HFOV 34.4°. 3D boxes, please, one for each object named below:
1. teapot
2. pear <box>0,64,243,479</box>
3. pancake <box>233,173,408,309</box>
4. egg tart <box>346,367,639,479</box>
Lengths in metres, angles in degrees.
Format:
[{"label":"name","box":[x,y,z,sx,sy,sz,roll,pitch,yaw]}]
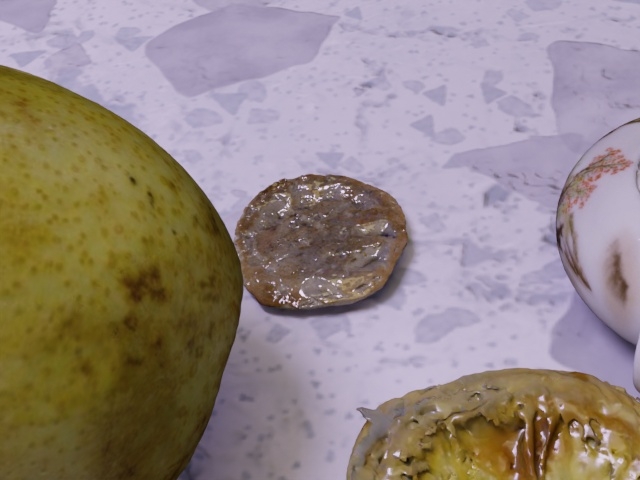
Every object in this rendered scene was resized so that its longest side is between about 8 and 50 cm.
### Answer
[{"label":"teapot","box":[0.254,-0.008,0.663,0.204,0.139,0.298,15,49,18]},{"label":"pear","box":[-0.191,0.038,0.574,0.304,0.304,0.304,-4,45,4]},{"label":"pancake","box":[0.000,0.000,0.769,0.139,0.022,0.139,-4,44,4]},{"label":"egg tart","box":[0.117,0.174,0.534,0.232,0.098,0.252,-31,53,-30]}]
